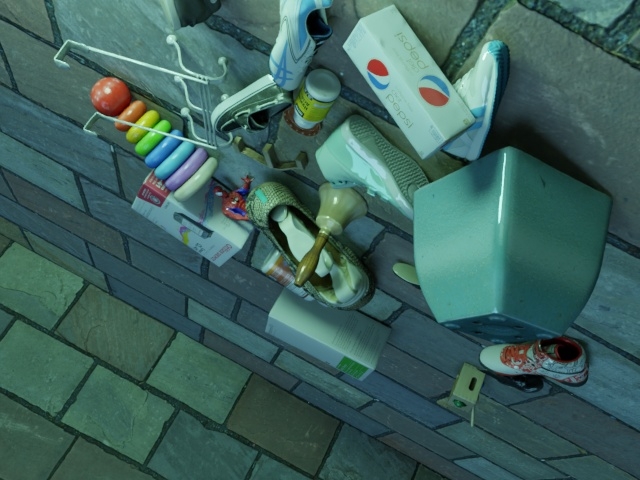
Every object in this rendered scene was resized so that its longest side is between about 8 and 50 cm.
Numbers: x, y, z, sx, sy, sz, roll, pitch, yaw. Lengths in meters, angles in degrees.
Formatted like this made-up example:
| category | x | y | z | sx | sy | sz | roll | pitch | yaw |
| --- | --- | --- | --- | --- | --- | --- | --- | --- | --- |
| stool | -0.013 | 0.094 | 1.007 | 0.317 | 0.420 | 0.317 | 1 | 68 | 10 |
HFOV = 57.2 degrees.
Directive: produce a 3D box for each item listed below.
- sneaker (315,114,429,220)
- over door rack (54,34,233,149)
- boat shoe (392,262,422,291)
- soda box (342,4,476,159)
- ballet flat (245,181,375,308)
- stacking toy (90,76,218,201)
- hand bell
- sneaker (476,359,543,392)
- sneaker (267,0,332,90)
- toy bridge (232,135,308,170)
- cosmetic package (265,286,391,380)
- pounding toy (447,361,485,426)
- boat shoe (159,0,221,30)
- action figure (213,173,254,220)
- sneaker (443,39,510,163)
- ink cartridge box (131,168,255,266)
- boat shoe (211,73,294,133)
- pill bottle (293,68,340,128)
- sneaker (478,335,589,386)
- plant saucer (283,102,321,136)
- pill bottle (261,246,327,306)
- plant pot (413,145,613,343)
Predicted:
| category | x | y | z | sx | sy | sz | roll | pitch | yaw |
| --- | --- | --- | --- | --- | --- | --- | --- | --- | --- |
| sneaker | 0.105 | -0.119 | 1.158 | 0.256 | 0.094 | 0.151 | 46 | 144 | -11 |
| over door rack | -0.345 | -0.308 | 1.215 | 0.324 | 0.108 | 0.239 | 6 | 152 | -2 |
| boat shoe | 0.239 | 0.098 | 1.461 | 0.133 | 0.049 | 0.042 | 23 | 145 | 2 |
| soda box | 0.131 | -0.234 | 0.869 | 0.216 | 0.074 | 0.069 | 56 | 153 | 2 |
| ballet flat | -0.002 | 0.055 | 1.457 | 0.483 | 0.164 | 0.182 | 47 | -178 | -30 |
| stacking toy | -0.404 | -0.251 | 1.400 | 0.330 | 0.141 | 0.141 | 46 | 149 | -17 |
| hand bell | 0.000 | 0.000 | 1.304 | 0.126 | 0.242 | 0.126 | 23 | 153 | 12 |
| sneaker | 0.538 | 0.384 | 1.670 | 0.170 | 0.051 | 0.089 | 4 | 149 | 46 |
| sneaker | -0.030 | -0.320 | 0.950 | 0.086 | 0.085 | 0.237 | 31 | 155 | 6 |
| toy bridge | -0.114 | -0.189 | 1.323 | 0.188 | 0.026 | 0.063 | 17 | 152 | 22 |
| cosmetic package | 0.019 | 0.287 | 1.887 | 0.365 | 0.155 | 0.197 | 25 | 154 | 4 |
| pounding toy | 0.457 | 0.477 | 1.810 | 0.100 | 0.141 | 0.130 | 22 | 153 | 13 |
| boat shoe | -0.232 | -0.481 | 0.880 | 0.112 | 0.095 | 0.335 | 55 | 165 | 34 |
| action figure | -0.148 | -0.066 | 1.502 | 0.280 | 0.091 | 0.139 | 32 | 160 | -9 |
| sneaker | 0.226 | -0.209 | 0.899 | 0.092 | 0.087 | 0.229 | 23 | 151 | 13 |
| ink cartridge box | -0.344 | -0.081 | 1.617 | 0.306 | 0.131 | 0.226 | 36 | 152 | -12 |
| boat shoe | -0.136 | -0.246 | 1.133 | 0.078 | 0.070 | 0.219 | -6 | 169 | -45 |
| pill bottle | -0.011 | -0.254 | 1.069 | 0.065 | 0.065 | 0.116 | 31 | 153 | -5 |
| sneaker | 0.526 | 0.282 | 1.468 | 0.270 | 0.090 | 0.145 | 7 | 145 | 30 |
| plant saucer | -0.035 | -0.242 | 1.170 | 0.083 | 0.013 | 0.083 | 22 | 152 | 12 |
| pill bottle | -0.047 | 0.092 | 1.644 | 0.216 | 0.121 | 0.121 | 34 | 153 | -12 |
| plant pot | 0.310 | 0.035 | 0.994 | 0.247 | 0.252 | 0.248 | 20 | 158 | -23 |
